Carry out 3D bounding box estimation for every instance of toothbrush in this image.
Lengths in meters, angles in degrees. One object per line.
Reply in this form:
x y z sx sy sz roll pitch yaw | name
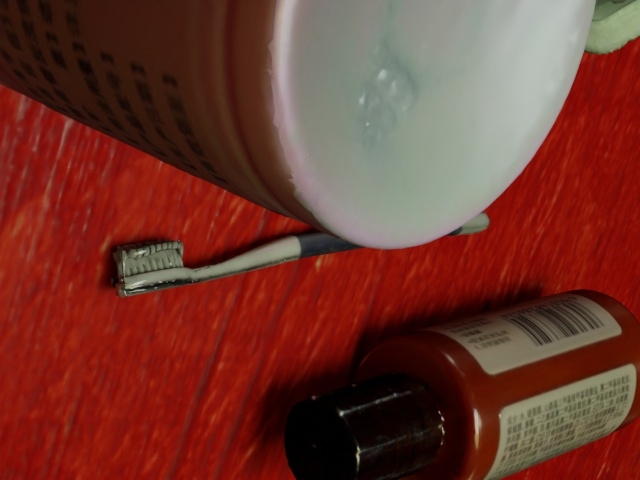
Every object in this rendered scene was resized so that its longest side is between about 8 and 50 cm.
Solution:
0.000 0.000 0.768 0.288 0.024 0.026 -9 101 -43 | toothbrush

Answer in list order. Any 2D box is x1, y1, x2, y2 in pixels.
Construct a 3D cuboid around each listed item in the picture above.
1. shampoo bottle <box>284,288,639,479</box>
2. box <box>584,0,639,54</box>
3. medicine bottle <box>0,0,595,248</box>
0.094 0.101 0.854 0.278 0.104 0.104 -10 116 -44 | shampoo bottle
0.136 -0.211 0.569 0.290 0.166 0.221 -30 97 -45 | box
-0.046 -0.107 0.484 0.152 0.254 0.152 -23 124 -38 | medicine bottle
